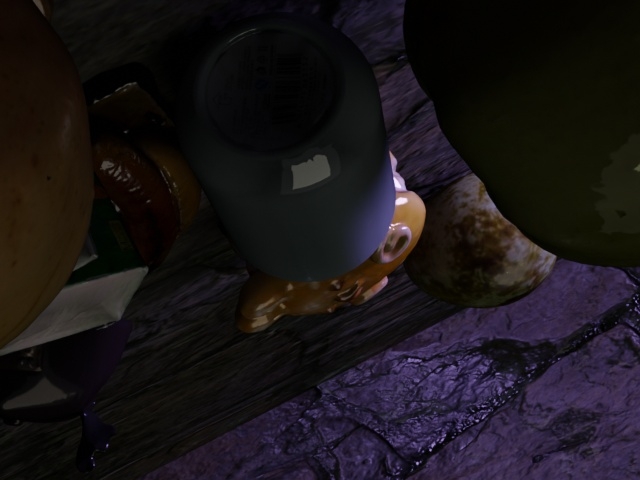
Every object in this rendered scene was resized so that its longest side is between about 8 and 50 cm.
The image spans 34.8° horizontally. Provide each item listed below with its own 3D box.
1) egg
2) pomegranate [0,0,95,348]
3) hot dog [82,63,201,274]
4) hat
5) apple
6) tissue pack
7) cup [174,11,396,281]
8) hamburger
[{"bbox_3d":[0.277,0.006,1.794,0.289,0.238,0.238,-29,167,35],"label":"egg"},{"bbox_3d":[-0.280,-0.066,0.579,0.338,0.338,0.338,-27,163,-9],"label":"pomegranate"},{"bbox_3d":[-0.211,-0.039,1.078,0.194,0.107,0.326,-29,163,-3],"label":"hot dog"},{"bbox_3d":[-0.341,0.141,1.127,0.238,0.208,0.336,4,159,-2],"label":"hat"},{"bbox_3d":[0.307,-0.192,0.935,0.474,0.473,0.473,-27,163,-9],"label":"apple"},{"bbox_3d":[-0.254,-0.033,0.849,0.148,0.209,0.156,-17,156,-36],"label":"tissue pack"},{"bbox_3d":[-0.030,-0.094,1.060,0.205,0.205,0.312,-29,161,-3],"label":"cup"},{"bbox_3d":[0.000,0.000,1.410,0.303,0.186,0.261,-18,159,-29],"label":"hamburger"}]
